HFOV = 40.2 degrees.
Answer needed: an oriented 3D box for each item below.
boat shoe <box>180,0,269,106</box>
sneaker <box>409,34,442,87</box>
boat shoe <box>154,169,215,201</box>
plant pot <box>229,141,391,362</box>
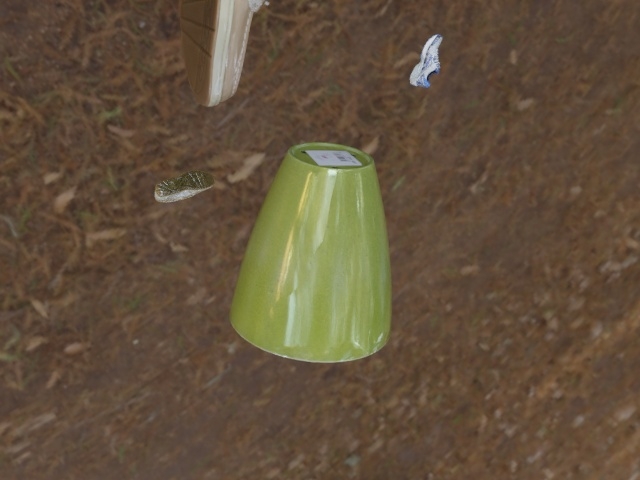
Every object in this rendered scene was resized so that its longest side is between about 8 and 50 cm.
[{"bbox_3d":[-0.089,-0.323,1.033,0.110,0.121,0.341,-3,116,-30],"label":"boat shoe"},{"bbox_3d":[0.272,-0.434,2.131,0.135,0.058,0.052,-66,159,10],"label":"sneaker"},{"bbox_3d":[-0.287,-0.112,1.831,0.135,0.050,0.045,-13,160,-30],"label":"boat shoe"},{"bbox_3d":[0.000,0.000,1.416,0.274,0.274,0.294,-11,118,-38],"label":"plant pot"}]
